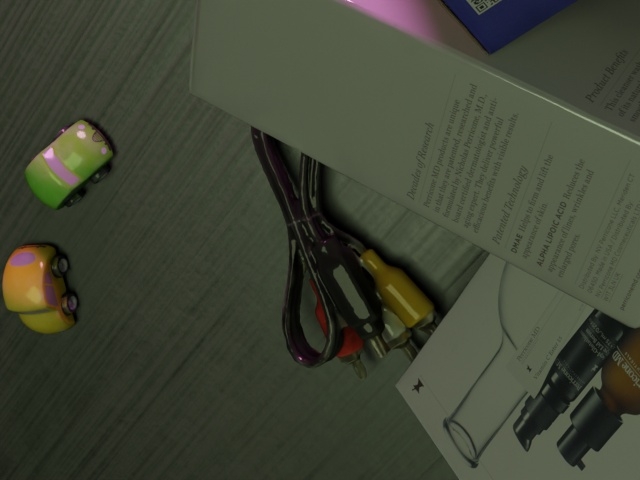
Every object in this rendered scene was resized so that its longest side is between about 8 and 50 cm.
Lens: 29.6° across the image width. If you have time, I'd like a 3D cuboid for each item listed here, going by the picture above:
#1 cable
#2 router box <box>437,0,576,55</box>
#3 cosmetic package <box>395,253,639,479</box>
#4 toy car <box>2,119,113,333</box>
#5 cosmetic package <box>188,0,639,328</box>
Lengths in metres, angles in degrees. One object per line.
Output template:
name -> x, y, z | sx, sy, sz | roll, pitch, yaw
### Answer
cable -> 0.000, 0.000, 1.119 | 0.139, 0.072, 0.287 | -26, 89, 26
router box -> 0.184, -0.325, 0.761 | 0.335, 0.301, 0.082 | -31, 141, 19
cosmetic package -> 0.249, 0.151, 0.942 | 0.377, 0.097, 0.284 | 54, 128, 36
toy car -> -0.295, -0.035, 1.208 | 0.239, 0.053, 0.225 | 48, 119, -3
cosmetic package -> 0.119, -0.132, 0.881 | 0.385, 0.217, 0.156 | 29, 138, 18
